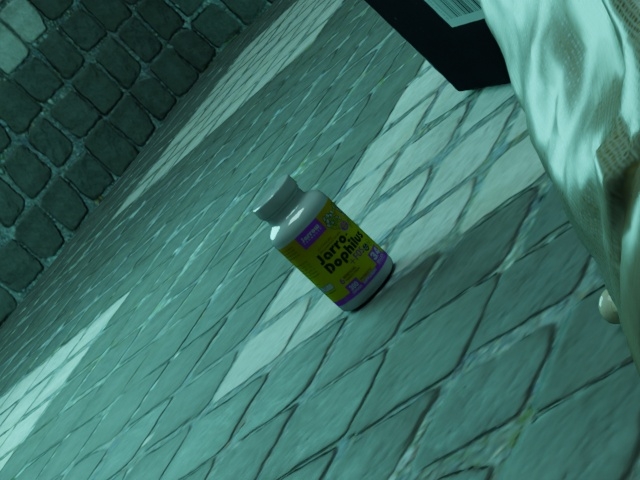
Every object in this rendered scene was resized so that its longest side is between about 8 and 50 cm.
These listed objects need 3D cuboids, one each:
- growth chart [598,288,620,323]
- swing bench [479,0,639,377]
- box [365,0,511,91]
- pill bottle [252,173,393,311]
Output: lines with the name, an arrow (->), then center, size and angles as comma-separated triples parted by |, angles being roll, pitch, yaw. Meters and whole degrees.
growth chart -> 0.202, -0.052, 0.615 | 0.237, 0.021, 0.172 | -47, 11, -4
swing bench -> 0.136, -0.108, 0.449 | 0.254, 0.165, 0.253 | -41, 41, 23
box -> 0.175, -0.269, 1.088 | 0.312, 0.179, 0.343 | -49, 11, -7
pill bottle -> 0.000, 0.000, 1.039 | 0.043, 0.083, 0.043 | -45, 11, 11
